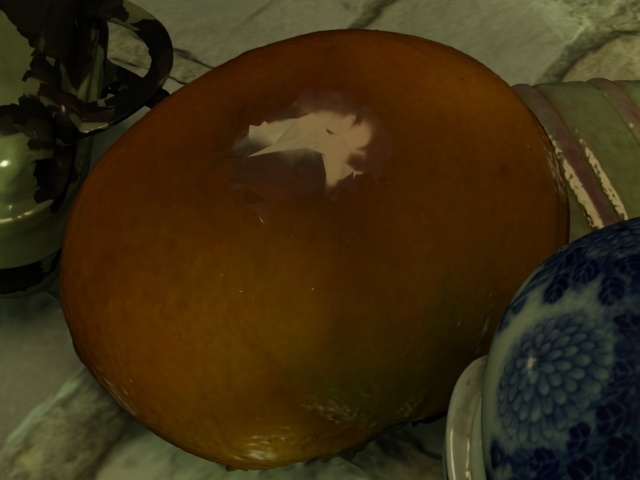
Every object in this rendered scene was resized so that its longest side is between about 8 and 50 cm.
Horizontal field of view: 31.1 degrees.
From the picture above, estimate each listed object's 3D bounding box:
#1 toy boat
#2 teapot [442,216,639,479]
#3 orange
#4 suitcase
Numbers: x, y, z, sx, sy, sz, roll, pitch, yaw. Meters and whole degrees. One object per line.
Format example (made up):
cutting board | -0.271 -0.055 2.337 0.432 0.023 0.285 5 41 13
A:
toy boat | 0.165 -0.047 0.854 0.294 0.111 0.276 4 50 -6
teapot | 0.167 0.118 0.594 0.280 0.252 0.424 -23 21 35
orange | 0.000 -0.004 0.725 0.310 0.274 0.274 -7 41 -26
suitcase | -0.278 -0.103 0.877 0.339 0.194 0.351 1 44 -5
